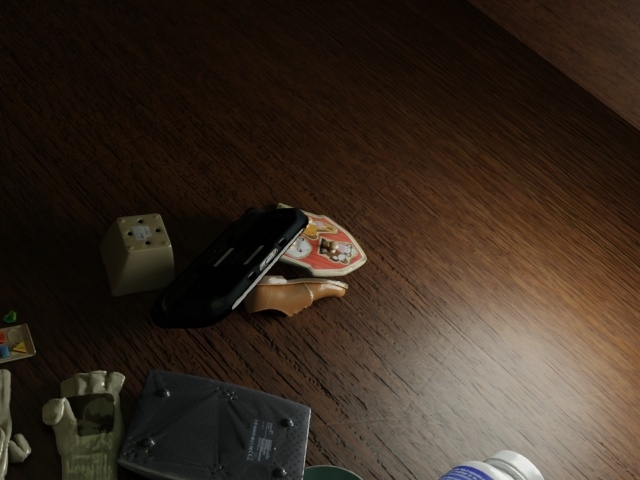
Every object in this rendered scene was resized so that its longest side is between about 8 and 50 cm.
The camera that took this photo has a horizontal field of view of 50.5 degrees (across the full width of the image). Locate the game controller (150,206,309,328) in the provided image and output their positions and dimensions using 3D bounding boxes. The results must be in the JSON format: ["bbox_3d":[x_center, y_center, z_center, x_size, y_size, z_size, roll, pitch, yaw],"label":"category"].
[{"bbox_3d":[-0.148,0.040,1.154,0.166,0.067,0.319,4,36,32],"label":"game controller"}]

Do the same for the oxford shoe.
[{"bbox_3d":[-0.044,0.100,1.210,0.212,0.076,0.076,1,85,-30],"label":"oxford shoe"}]

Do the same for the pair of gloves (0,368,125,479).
[{"bbox_3d":[-0.388,0.265,0.918,0.240,0.042,0.204,7,49,-18],"label":"pair of gloves"}]

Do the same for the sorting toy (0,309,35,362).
[{"bbox_3d":[-0.466,0.141,1.009,0.062,0.012,0.083,-13,58,-32],"label":"sorting toy"}]

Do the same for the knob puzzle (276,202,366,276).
[{"bbox_3d":[0.000,0.000,1.303,0.213,0.030,0.213,16,35,-11],"label":"knob puzzle"}]

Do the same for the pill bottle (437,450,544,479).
[{"bbox_3d":[0.207,0.416,0.976,0.271,0.152,0.152,-20,62,-35],"label":"pill bottle"}]

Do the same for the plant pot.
[{"bbox_3d":[-0.301,0.015,1.134,0.109,0.096,0.109,-8,55,-30],"label":"plant pot"}]

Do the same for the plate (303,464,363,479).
[{"bbox_3d":[-0.008,0.397,0.935,0.188,0.024,0.188,-11,37,8],"label":"plate"}]

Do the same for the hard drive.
[{"bbox_3d":[-0.147,0.289,0.981,0.254,0.054,0.172,15,41,-7],"label":"hard drive"}]
